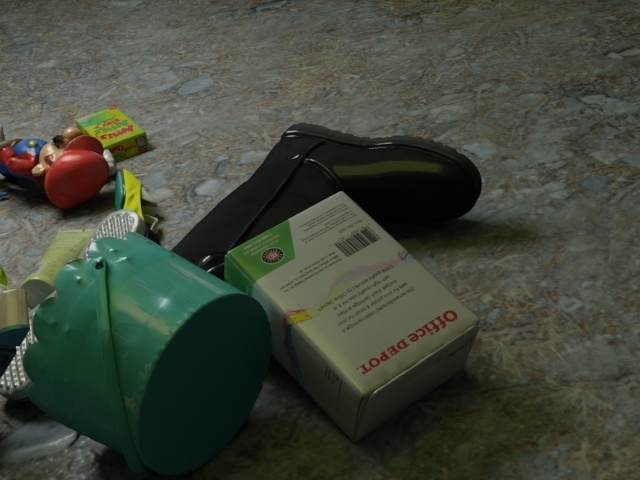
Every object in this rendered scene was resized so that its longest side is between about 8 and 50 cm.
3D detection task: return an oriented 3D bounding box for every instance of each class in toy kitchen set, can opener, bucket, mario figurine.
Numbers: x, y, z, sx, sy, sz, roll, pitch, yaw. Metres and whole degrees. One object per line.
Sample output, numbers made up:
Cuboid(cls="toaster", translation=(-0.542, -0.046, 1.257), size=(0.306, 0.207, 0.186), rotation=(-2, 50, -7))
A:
Cuboid(cls="toy kitchen set", translation=(-0.381, 0.178, 1.471), size=(0.166, 0.207, 0.122), rotation=(11, 47, -32))
Cuboid(cls="can opener", translation=(-0.093, 0.030, 1.520), size=(0.186, 0.059, 0.073), rotation=(-21, 24, -30))
Cuboid(cls="bucket", translation=(-0.205, 0.145, 1.365), size=(0.183, 0.281, 0.281), rotation=(23, 43, 31))
Cuboid(cls="mario figurine", translation=(-0.516, -0.172, 2.091), size=(0.321, 0.170, 0.198), rotation=(13, 36, 37))

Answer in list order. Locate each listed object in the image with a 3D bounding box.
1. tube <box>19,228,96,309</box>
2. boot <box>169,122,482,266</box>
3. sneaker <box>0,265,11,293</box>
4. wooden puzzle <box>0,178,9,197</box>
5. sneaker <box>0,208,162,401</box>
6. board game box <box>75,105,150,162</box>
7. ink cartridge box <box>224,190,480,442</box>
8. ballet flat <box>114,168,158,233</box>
Cuboid(cls="tube", translation=(-0.427, 0.034, 1.831), size=(0.070, 0.062, 0.240), rotation=(34, 25, -11))
Cuboid(cls="boot", translation=(-0.002, 0.000, 1.658), size=(0.367, 0.146, 0.445), rotation=(10, 37, 26))
Cuboid(cls="sneaker", translation=(-0.530, 0.118, 1.710), size=(0.126, 0.091, 0.240), rotation=(-36, 35, -6))
Cuboid(cls="wooden puzzle", translation=(-0.652, -0.097, 2.158), size=(0.079, 0.014, 0.116), rotation=(-27, 34, -17))
Cuboid(cls="sneaker", translation=(-0.333, 0.116, 1.610), size=(0.126, 0.127, 0.321), rotation=(21, 68, 41))
Cuboid(cls="board game box", translation=(-0.426, -0.217, 2.256), size=(0.092, 0.043, 0.181), rotation=(-23, 32, -20))
Cuboid(cls="ink cartridge box", translation=(0.036, 0.093, 1.432), size=(0.201, 0.117, 0.278), rotation=(-29, 58, -28))
Cuboid(cls="ballet flat", translation=(-0.322, -0.047, 1.925), size=(0.077, 0.077, 0.231), rotation=(7, 31, -13))
